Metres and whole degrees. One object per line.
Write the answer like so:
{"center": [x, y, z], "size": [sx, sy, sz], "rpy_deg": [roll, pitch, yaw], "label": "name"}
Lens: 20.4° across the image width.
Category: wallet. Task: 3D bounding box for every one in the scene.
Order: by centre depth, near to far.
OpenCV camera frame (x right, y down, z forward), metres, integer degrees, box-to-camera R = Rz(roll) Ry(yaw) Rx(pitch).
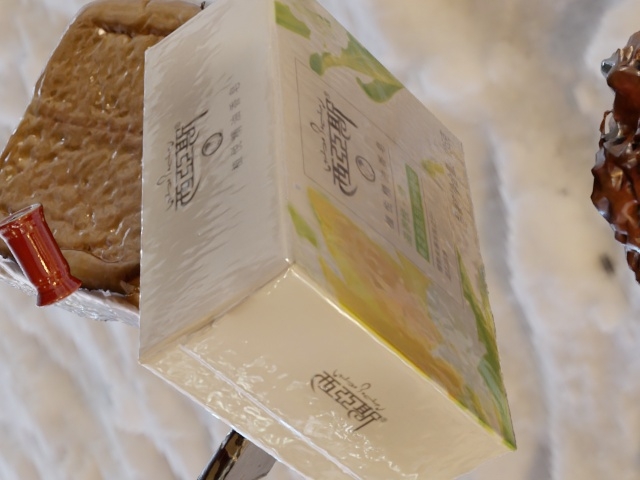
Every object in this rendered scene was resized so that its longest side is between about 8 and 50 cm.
{"center": [-0.024, 0.115, 1.459], "size": [0.031, 0.122, 0.232], "rpy_deg": [37, 111, 13], "label": "wallet"}

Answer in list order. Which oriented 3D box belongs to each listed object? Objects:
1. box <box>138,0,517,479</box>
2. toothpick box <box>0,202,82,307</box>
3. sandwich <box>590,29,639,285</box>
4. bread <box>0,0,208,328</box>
{"center": [0.000, 0.000, 1.001], "size": [0.111, 0.194, 0.260], "rpy_deg": [-31, 39, 26], "label": "box"}
{"center": [-0.240, 0.014, 1.518], "size": [0.047, 0.047, 0.083], "rpy_deg": [-5, 114, 60], "label": "toothpick box"}
{"center": [0.278, -0.028, 0.906], "size": [0.301, 0.162, 0.250], "rpy_deg": [31, 137, 17], "label": "sandwich"}
{"center": [-0.169, -0.077, 1.762], "size": [0.337, 0.328, 0.148], "rpy_deg": [10, 163, 43], "label": "bread"}
